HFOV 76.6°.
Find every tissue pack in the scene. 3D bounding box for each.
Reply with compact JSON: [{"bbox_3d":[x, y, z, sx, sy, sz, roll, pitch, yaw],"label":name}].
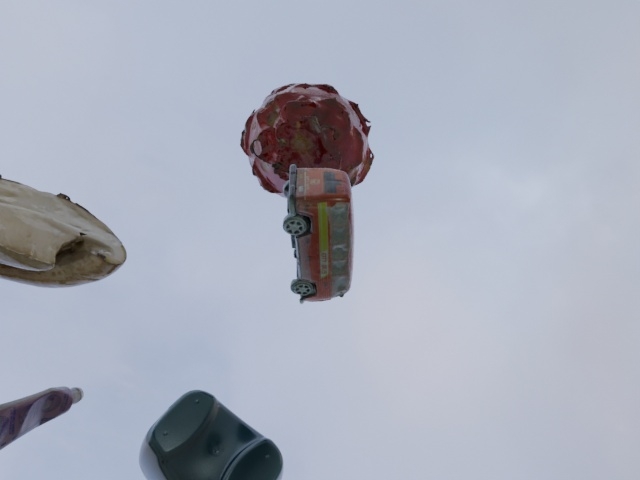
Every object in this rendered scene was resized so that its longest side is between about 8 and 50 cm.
[{"bbox_3d":[-0.233,0.484,0.866,0.288,0.206,0.198,29,-144,13],"label":"tissue pack"}]

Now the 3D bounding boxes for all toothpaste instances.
[{"bbox_3d":[-0.513,0.301,0.665,0.048,0.301,0.075,-11,-95,10],"label":"toothpaste"}]

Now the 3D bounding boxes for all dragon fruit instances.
[{"bbox_3d":[-0.021,-0.262,1.142,0.371,0.249,0.386,-30,-75,-3],"label":"dragon fruit"}]

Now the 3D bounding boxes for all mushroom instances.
[{"bbox_3d":[-0.482,0.010,0.658,0.286,0.151,0.156,27,-150,-30],"label":"mushroom"}]

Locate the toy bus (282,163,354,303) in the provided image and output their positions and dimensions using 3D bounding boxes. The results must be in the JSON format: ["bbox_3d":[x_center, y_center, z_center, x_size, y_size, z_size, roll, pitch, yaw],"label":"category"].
[{"bbox_3d":[0.000,0.000,0.721,0.120,0.264,0.121,-3,-139,0],"label":"toy bus"}]
